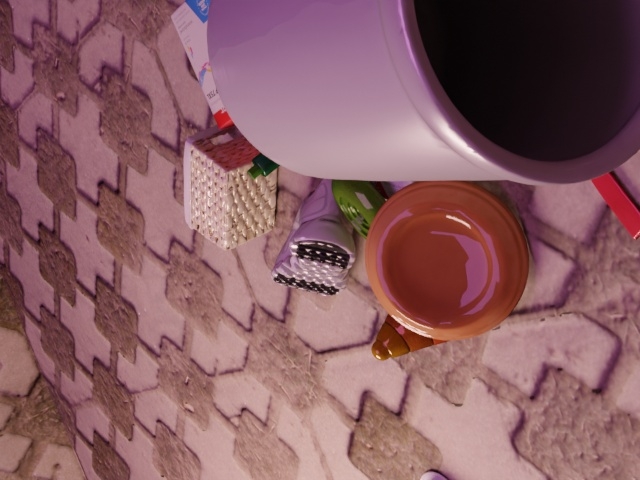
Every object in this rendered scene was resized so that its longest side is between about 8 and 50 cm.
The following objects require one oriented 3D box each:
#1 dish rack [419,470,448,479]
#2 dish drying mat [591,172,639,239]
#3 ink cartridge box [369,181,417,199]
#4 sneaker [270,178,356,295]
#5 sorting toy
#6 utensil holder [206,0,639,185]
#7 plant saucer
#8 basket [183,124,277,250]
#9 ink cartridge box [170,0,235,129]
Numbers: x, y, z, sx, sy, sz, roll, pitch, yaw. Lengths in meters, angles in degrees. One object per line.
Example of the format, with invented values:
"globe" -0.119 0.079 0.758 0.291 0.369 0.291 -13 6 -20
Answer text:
"dish rack" 0.208 0.525 1.787 0.285 0.072 0.332 37 138 42
"dish drying mat" 0.312 -0.041 1.296 0.083 0.008 0.032 56 149 17
"ink cartridge box" 0.096 -0.128 1.527 0.109 0.063 0.150 21 129 53
"sneaker" 0.000 0.000 1.749 0.292 0.110 0.118 125 157 -69
"sorting toy" 0.038 0.010 1.557 0.365 0.126 0.127 51 169 -4
"utensil holder" 0.107 -0.213 1.207 0.385 0.328 0.327 2 111 61
"plant saucer" 0.145 0.026 1.470 0.200 0.037 0.200 5 104 18
"basket" -0.133 -0.083 1.882 0.103 0.113 0.167 38 139 34
"ink cartridge box" -0.115 -0.248 1.771 0.134 0.078 0.231 -24 89 60
